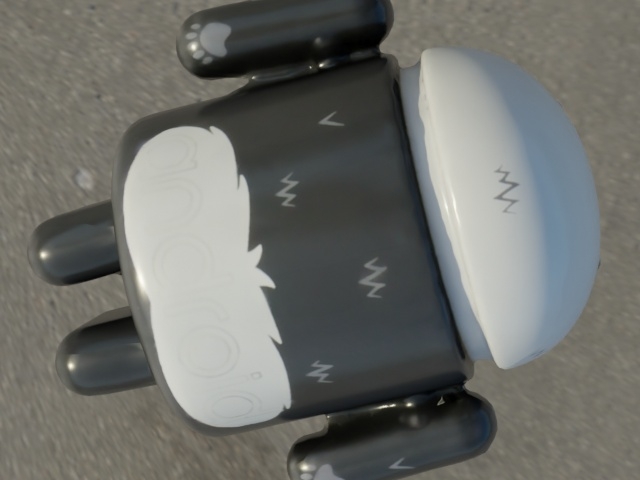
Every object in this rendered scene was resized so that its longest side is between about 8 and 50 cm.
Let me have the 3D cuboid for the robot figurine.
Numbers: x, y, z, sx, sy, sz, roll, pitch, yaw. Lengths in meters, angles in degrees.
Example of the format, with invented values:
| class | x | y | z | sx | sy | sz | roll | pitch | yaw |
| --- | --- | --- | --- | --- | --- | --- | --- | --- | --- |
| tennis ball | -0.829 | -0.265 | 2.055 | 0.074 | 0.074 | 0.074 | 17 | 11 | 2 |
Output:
| class | x | y | z | sx | sy | sz | roll | pitch | yaw |
| --- | --- | --- | --- | --- | --- | --- | --- | --- | --- |
| robot figurine | 0.001 | 0.002 | 0.926 | 0.278 | 0.173 | 0.209 | -14 | 133 | 8 |
